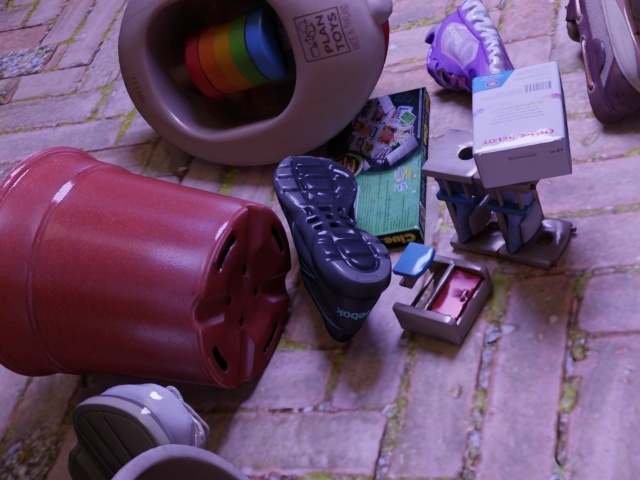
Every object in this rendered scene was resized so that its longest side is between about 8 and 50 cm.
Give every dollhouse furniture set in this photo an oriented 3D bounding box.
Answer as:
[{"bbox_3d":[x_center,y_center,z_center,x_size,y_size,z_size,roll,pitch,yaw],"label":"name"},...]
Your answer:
[{"bbox_3d":[0.163,-0.001,1.016,0.129,0.129,0.183,13,55,36],"label":"dollhouse furniture set"}]

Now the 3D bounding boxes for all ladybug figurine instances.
[{"bbox_3d":[-0.079,-0.260,1.294,0.449,0.305,0.162,-3,22,39],"label":"ladybug figurine"}]

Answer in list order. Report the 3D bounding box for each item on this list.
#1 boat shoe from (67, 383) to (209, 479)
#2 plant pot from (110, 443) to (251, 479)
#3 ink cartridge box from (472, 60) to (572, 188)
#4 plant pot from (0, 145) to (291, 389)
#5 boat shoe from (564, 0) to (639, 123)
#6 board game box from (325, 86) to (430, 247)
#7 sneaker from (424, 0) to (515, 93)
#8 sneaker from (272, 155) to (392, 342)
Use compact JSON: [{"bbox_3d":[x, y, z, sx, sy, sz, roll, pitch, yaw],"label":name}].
[{"bbox_3d":[-0.165,0.186,0.920,0.103,0.113,0.302,-34,-5,-30],"label":"boat shoe"},{"bbox_3d":[-0.176,0.368,0.731,0.305,0.334,0.334,-29,41,17],"label":"plant pot"},{"bbox_3d":[0.200,-0.116,0.974,0.088,0.052,0.122,-9,43,18],"label":"ink cartridge box"},{"bbox_3d":[-0.191,0.041,1.085,0.265,0.272,0.272,8,53,24],"label":"plant pot"},{"bbox_3d":[0.348,-0.291,1.200,0.123,0.123,0.342,-42,43,45],"label":"boat shoe"},{"bbox_3d":[0.068,-0.089,1.230,0.136,0.030,0.259,-8,46,18],"label":"board game box"},{"bbox_3d":[0.191,-0.226,1.258,0.104,0.095,0.236,-25,37,14],"label":"sneaker"},{"bbox_3d":[0.000,0.000,1.094,0.101,0.106,0.267,0,37,-15],"label":"sneaker"}]
